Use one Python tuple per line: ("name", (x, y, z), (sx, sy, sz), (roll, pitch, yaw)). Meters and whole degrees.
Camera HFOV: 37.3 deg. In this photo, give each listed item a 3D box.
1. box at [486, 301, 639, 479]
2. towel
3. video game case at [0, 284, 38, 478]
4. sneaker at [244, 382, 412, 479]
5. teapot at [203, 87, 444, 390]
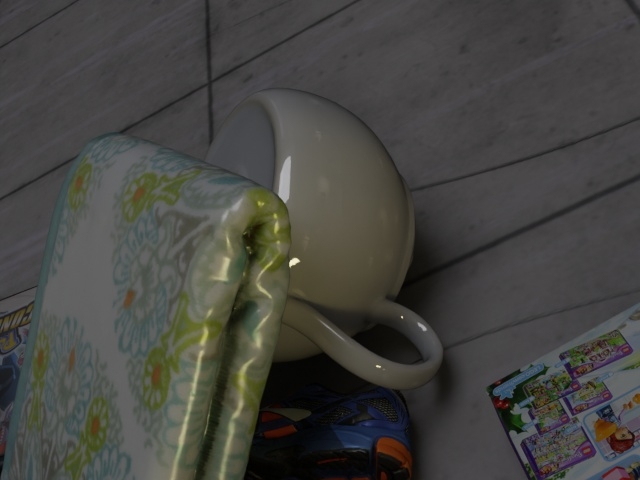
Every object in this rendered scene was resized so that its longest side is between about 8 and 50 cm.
("box", (0.274, 0.109, 0.601), (0.293, 0.057, 0.201), (-31, 39, 10))
("towel", (-0.151, 0.112, 0.765), (0.320, 0.090, 0.375), (23, 102, 54))
("video game case", (-0.364, 0.163, 1.061), (0.274, 0.035, 0.248), (-19, 43, 22))
("sneaker", (-0.021, 0.163, 0.776), (0.221, 0.083, 0.087), (-5, 38, 26))
("teapot", (0.000, 0.000, 0.830), (0.252, 0.187, 0.256), (-18, 59, 61))
